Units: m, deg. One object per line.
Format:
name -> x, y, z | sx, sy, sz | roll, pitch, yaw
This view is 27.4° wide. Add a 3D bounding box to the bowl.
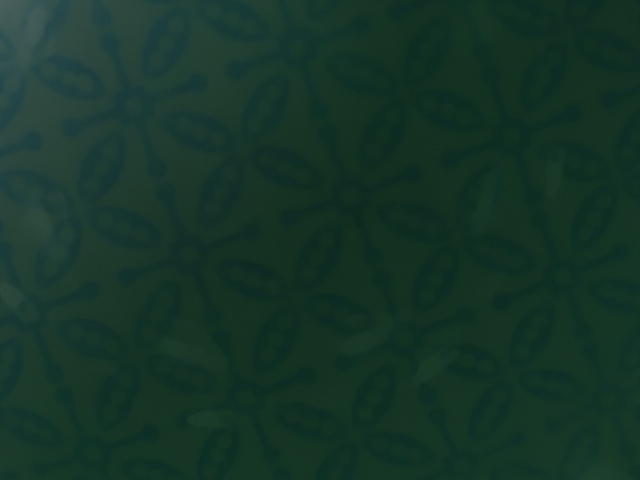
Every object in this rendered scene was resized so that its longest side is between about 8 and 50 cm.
bowl -> -0.015, -0.033, 0.354 | 0.289, 0.289, 0.156 | -49, -174, 2
